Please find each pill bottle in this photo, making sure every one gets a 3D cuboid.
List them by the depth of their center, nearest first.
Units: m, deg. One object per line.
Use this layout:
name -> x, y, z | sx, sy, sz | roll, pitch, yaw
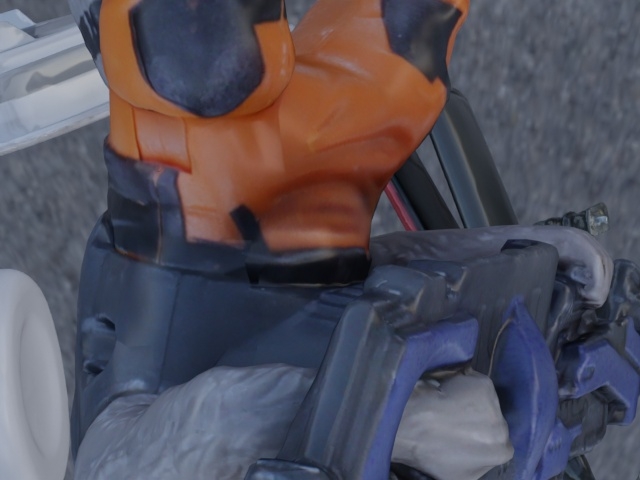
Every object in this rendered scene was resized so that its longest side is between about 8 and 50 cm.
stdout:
pill bottle -> -0.458, 0.162, 1.765 | 0.408, 0.229, 0.229 | -7, 72, 5

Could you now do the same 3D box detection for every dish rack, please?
dish rack -> -0.211, -0.108, 1.229 | 0.285, 0.333, 0.072 | -29, 105, -42

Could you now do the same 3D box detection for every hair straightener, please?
hair straightener -> 0.097, 0.018, 0.872 | 0.089, 0.047, 0.230 | -40, 59, 29

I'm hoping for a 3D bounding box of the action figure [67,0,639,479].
action figure -> 0.000, 0.000, 0.604 | 0.179, 0.341, 0.330 | -3, 84, 23
